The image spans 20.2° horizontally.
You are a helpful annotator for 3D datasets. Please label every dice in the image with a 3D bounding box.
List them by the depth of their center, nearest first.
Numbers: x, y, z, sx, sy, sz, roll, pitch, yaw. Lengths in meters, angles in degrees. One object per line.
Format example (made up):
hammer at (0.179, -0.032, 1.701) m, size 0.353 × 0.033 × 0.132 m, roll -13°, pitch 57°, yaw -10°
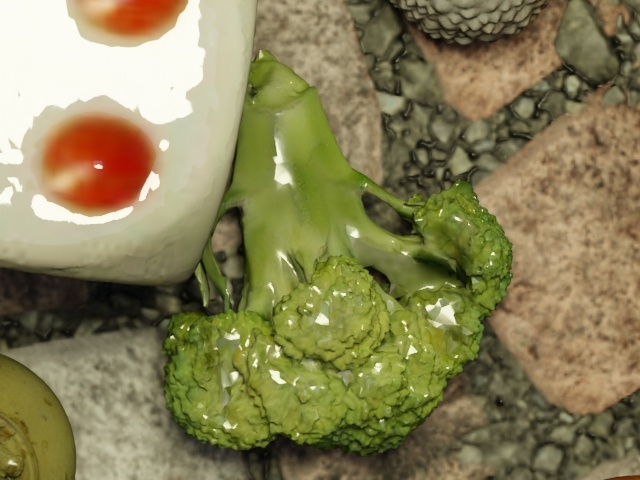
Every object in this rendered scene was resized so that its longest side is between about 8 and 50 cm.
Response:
dice at (-0.217, -0.122, 1.259) m, size 0.304 × 0.304 × 0.276 m, roll 11°, pitch 89°, yaw -10°

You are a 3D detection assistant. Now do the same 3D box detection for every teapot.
teapot at (-0.261, 0.181, 1.319) m, size 0.173 × 0.182 × 0.269 m, roll -14°, pitch 95°, yaw -11°

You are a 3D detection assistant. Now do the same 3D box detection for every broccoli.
broccoli at (0.021, 0.023, 1.367) m, size 0.254 × 0.186 × 0.302 m, roll 12°, pitch 95°, yaw -1°

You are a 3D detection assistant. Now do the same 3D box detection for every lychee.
lychee at (0.116, -0.245, 1.390) m, size 0.165 × 0.165 × 0.197 m, roll 9°, pitch 123°, yaw -10°

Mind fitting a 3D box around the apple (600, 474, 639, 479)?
apple at (0.248, 0.291, 1.424) m, size 0.210 × 0.164 × 0.209 m, roll 0°, pitch 88°, yaw -9°
